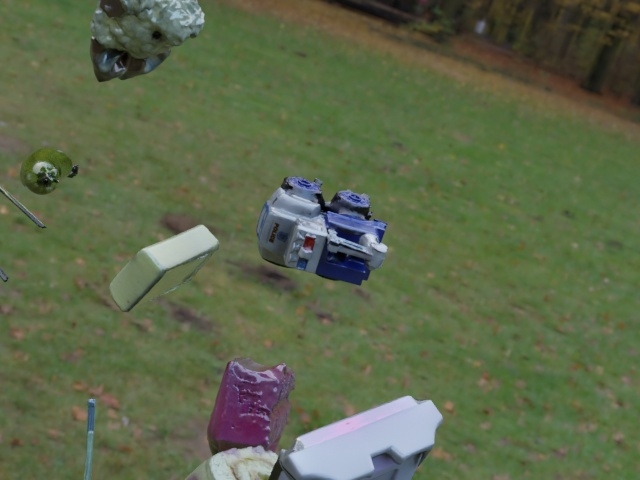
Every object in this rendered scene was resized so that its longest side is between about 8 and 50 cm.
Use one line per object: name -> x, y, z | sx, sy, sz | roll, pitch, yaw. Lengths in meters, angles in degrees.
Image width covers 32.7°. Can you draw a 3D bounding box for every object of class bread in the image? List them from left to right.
bread -> -0.204, 0.488, 1.787 | 0.155, 0.338, 0.187 | 48, 20, 20

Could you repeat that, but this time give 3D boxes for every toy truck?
toy truck -> 0.000, 0.000, 1.845 | 0.213, 0.161, 0.177 | 15, 20, -10

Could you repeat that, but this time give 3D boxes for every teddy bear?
teddy bear -> -0.223, -0.420, 1.886 | 0.375, 0.362, 0.327 | 16, 23, 28

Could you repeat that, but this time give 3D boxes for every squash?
squash -> -0.492, -0.124, 1.949 | 0.080, 0.071, 0.318 | 40, 3, -9

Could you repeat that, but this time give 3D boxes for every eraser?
eraser -> -0.248, 0.042, 1.732 | 0.058, 0.117, 0.172 | 51, 30, 7

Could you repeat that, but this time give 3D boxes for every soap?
soap -> -0.130, 0.335, 2.131 | 0.127, 0.220, 0.325 | 14, -3, 7

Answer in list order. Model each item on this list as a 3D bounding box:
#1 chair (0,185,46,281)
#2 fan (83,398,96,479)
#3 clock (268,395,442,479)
chair -> -0.577, -0.088, 1.637 | 0.326, 0.170, 0.160 | 47, 28, 9
fan -> -0.423, 0.385, 1.993 | 0.016, 0.193, 0.038 | 3, -1, -2
clock -> 0.040, 0.310, 1.406 | 0.253, 0.186, 0.083 | -15, 50, -36
